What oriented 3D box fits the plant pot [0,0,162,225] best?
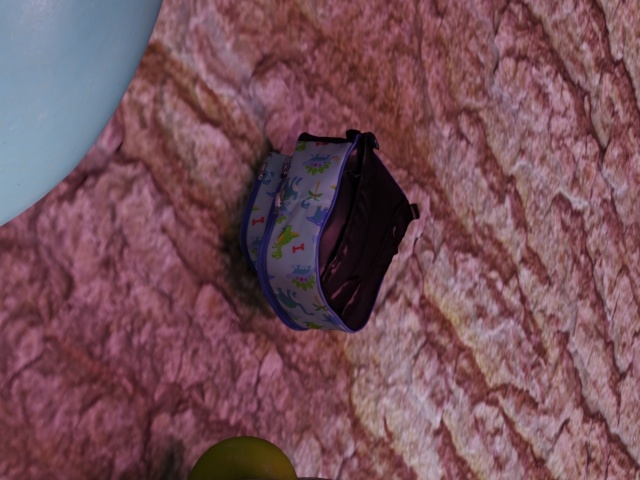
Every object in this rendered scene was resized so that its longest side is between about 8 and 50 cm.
[{"bbox_3d":[-0.170,-0.128,0.407,0.293,0.293,0.235,-56,150,-39],"label":"plant pot"}]

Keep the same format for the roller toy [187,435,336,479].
[{"bbox_3d":[-0.035,0.228,0.750,0.146,0.209,0.191,13,104,-58],"label":"roller toy"}]

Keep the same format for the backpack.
[{"bbox_3d":[0.000,0.000,0.880,0.105,0.084,0.114,54,45,-47],"label":"backpack"}]
